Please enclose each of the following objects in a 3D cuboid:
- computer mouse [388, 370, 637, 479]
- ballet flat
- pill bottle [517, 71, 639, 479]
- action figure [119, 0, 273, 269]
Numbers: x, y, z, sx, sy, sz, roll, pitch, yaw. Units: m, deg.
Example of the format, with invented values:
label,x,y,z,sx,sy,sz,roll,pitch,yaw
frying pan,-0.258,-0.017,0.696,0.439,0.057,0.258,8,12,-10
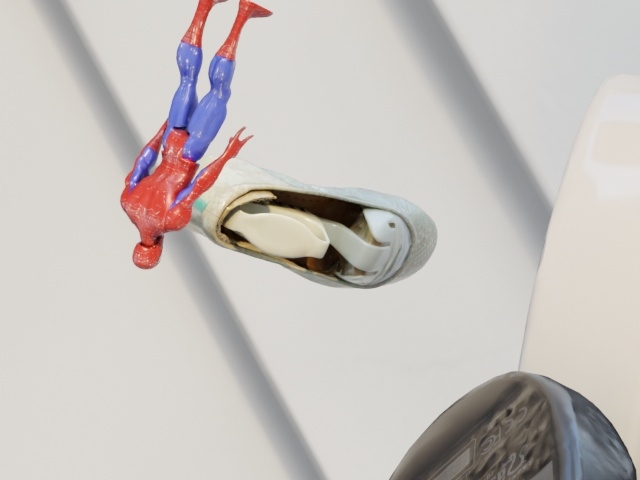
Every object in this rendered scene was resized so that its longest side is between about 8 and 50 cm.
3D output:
label,x,y,z,sx,sy,sz,roll,pitch,yaw
computer mouse,0.029,0.102,0.306,0.071,0.041,0.242,-44,15,28
ballet flat,0.000,0.000,0.939,0.168,0.052,0.057,12,-72,-36
pill bottle,0.260,0.061,0.634,0.363,0.210,0.210,12,4,16
action figure,-0.052,-0.042,0.750,0.030,0.038,0.115,17,-84,-62
